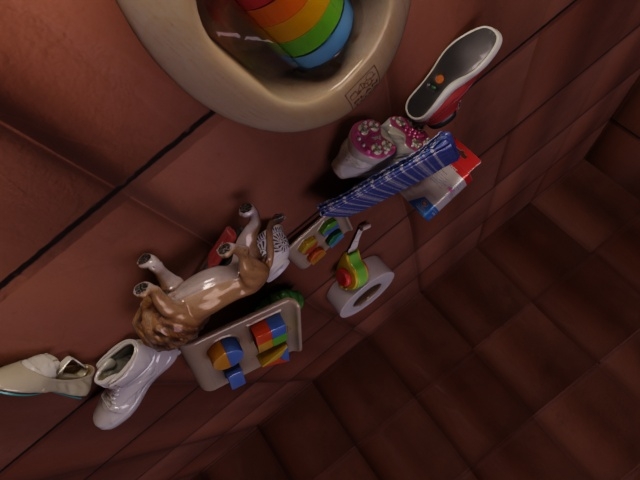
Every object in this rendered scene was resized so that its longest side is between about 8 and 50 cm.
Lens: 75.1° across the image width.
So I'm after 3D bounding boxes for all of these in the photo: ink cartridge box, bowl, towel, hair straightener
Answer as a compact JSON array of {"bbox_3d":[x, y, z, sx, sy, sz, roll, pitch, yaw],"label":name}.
[{"bbox_3d":[0.367,-0.190,1.284,0.231,0.134,0.078,-44,155,13],"label":"ink cartridge box"},{"bbox_3d":[-0.128,0.049,1.007,0.170,0.080,0.170,-43,170,-10],"label":"bowl"},{"bbox_3d":[0.171,-0.146,1.008,0.336,0.040,0.243,-27,171,21],"label":"towel"},{"bbox_3d":[-0.228,0.062,0.966,0.089,0.047,0.230,-1,131,-56],"label":"hair straightener"}]

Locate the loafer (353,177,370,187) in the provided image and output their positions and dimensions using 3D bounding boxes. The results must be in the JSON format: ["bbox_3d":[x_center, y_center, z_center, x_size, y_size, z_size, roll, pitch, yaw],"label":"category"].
[{"bbox_3d":[0.142,-0.165,1.134,0.125,0.039,0.045,-28,121,-32],"label":"loafer"}]

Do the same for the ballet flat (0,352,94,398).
[{"bbox_3d":[-0.554,0.271,0.852,0.086,0.086,0.248,-36,158,-8],"label":"ballet flat"}]

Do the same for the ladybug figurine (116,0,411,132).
[{"bbox_3d":[-0.051,-0.288,0.462,0.305,0.162,0.449,-44,156,10],"label":"ladybug figurine"}]

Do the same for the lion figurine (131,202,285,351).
[{"bbox_3d":[-0.224,0.094,0.865,0.393,0.142,0.240,-22,138,-2],"label":"lion figurine"}]

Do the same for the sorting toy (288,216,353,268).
[{"bbox_3d":[0.000,0.000,1.208,0.208,0.038,0.193,-38,157,-1],"label":"sorting toy"}]

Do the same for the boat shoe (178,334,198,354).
[{"bbox_3d":[-0.388,0.291,1.168,0.100,0.035,0.035,-37,160,11],"label":"boat shoe"}]

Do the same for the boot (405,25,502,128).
[{"bbox_3d":[0.325,-0.369,0.974,0.244,0.088,0.176,-45,158,29],"label":"boot"}]

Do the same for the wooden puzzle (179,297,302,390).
[{"bbox_3d":[-0.215,0.337,1.251,0.348,0.080,0.322,-19,143,-16],"label":"wooden puzzle"}]

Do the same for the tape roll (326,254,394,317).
[{"bbox_3d":[0.164,0.192,1.715,0.286,0.100,0.286,-32,156,-16],"label":"tape roll"}]

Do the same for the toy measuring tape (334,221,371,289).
[{"bbox_3d":[0.131,0.080,1.450,0.122,0.121,0.330,-23,152,-33],"label":"toy measuring tape"}]

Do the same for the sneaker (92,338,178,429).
[{"bbox_3d":[-0.507,0.351,1.027,0.292,0.108,0.169,-51,154,2],"label":"sneaker"}]

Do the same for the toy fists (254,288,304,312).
[{"bbox_3d":[-0.175,0.264,1.355,0.279,0.096,0.142,-46,152,19],"label":"toy fists"}]

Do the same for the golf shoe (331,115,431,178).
[{"bbox_3d":[0.148,-0.214,0.985,0.306,0.115,0.140,-13,161,-42],"label":"golf shoe"}]
